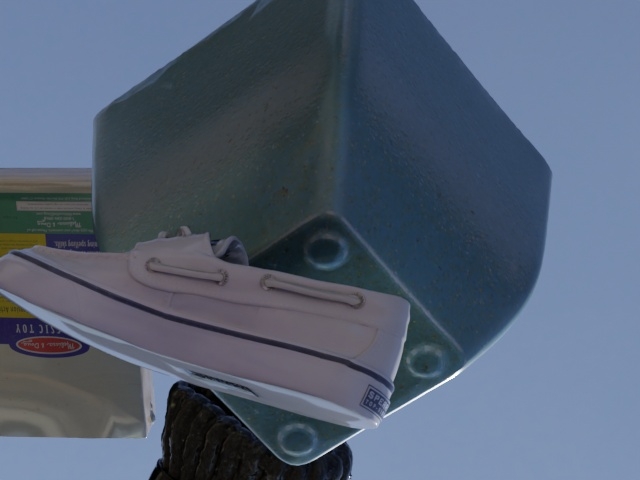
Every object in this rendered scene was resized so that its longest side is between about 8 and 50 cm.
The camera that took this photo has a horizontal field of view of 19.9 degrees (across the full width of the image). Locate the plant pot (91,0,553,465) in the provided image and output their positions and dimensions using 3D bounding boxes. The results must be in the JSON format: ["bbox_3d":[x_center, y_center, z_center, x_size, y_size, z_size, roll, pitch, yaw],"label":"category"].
[{"bbox_3d":[0.000,0.000,1.216,0.247,0.248,0.252,-33,-154,20],"label":"plant pot"}]

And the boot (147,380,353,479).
[{"bbox_3d":[-0.157,0.235,1.565,0.131,0.348,0.260,-66,168,-68],"label":"boot"}]

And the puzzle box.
[{"bbox_3d":[-0.370,0.063,1.769,0.052,0.409,0.272,-75,165,-66],"label":"puzzle box"}]

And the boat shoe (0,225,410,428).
[{"bbox_3d":[-0.069,0.036,1.058,0.258,0.095,0.084,17,-105,18],"label":"boat shoe"}]
